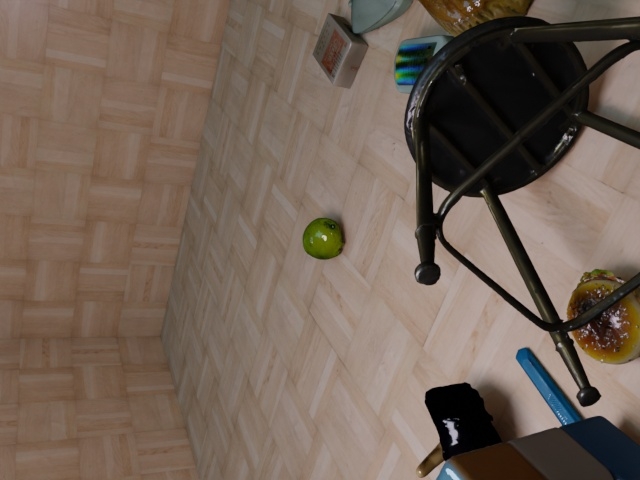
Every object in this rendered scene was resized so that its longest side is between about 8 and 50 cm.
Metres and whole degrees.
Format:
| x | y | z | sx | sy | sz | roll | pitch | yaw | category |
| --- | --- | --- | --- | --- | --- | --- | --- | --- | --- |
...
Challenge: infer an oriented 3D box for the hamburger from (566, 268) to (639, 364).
| x | y | z | sx | sy | sz | roll | pitch | yaw | category |
| --- | --- | --- | --- | --- | --- | --- | --- | --- | --- |
| 0.427 | 0.112 | 0.840 | 0.127 | 0.082 | 0.141 | -9 | 79 | 61 | hamburger |

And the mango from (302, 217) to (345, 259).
| x | y | z | sx | sy | sz | roll | pitch | yaw | category |
| --- | --- | --- | --- | --- | --- | --- | --- | --- | --- |
| -0.001 | 0.000 | 1.627 | 0.178 | 0.100 | 0.119 | 143 | 123 | -64 | mango |

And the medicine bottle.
| x | y | z | sx | sy | sz | roll | pitch | yaw | category |
| --- | --- | --- | --- | --- | --- | --- | --- | --- | --- |
| 0.252 | -0.378 | 1.225 | 0.229 | 0.083 | 0.121 | 28 | 118 | 61 | medicine bottle |

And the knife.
| x | y | z | sx | sy | sz | roll | pitch | yaw | category |
| --- | --- | --- | --- | --- | --- | --- | --- | --- | --- |
| 0.406 | 0.288 | 0.916 | 0.044 | 0.026 | 0.296 | -63 | 34 | 31 | knife |

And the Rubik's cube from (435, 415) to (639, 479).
| x | y | z | sx | sy | sz | roll | pitch | yaw | category |
| --- | --- | --- | --- | --- | --- | --- | --- | --- | --- |
| 0.317 | 0.475 | 0.690 | 0.344 | 0.347 | 0.346 | 42 | 125 | 47 | Rubik's cube |

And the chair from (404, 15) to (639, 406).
| x | y | z | sx | sy | sz | roll | pitch | yaw | category |
| --- | --- | --- | --- | --- | --- | --- | --- | --- | --- |
| 0.309 | -0.100 | 0.765 | 0.362 | 0.365 | 0.410 | -44 | 31 | 18 | chair |

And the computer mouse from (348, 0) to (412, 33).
| x | y | z | sx | sy | sz | roll | pitch | yaw | category |
| --- | --- | --- | --- | --- | --- | --- | --- | --- | --- |
| 0.138 | -0.635 | 1.458 | 0.288 | 0.097 | 0.159 | 11 | 98 | 61 | computer mouse |

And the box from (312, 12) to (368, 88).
| x | y | z | sx | sy | sz | roll | pitch | yaw | category |
| --- | --- | --- | --- | --- | --- | --- | --- | --- | --- |
| 0.053 | -0.550 | 1.641 | 0.141 | 0.058 | 0.201 | -63 | 37 | 36 | box |

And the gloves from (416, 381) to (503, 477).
| x | y | z | sx | sy | sz | roll | pitch | yaw | category |
| --- | --- | --- | --- | --- | --- | --- | --- | --- | --- |
| 0.266 | 0.420 | 1.027 | 0.197 | 0.153 | 0.300 | -112 | 26 | -75 | gloves |

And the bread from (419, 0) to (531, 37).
| x | y | z | sx | sy | sz | roll | pitch | yaw | category |
| --- | --- | --- | --- | --- | --- | --- | --- | --- | --- |
| 0.299 | -0.518 | 1.102 | 0.227 | 0.143 | 0.253 | -52 | 41 | 36 | bread |
